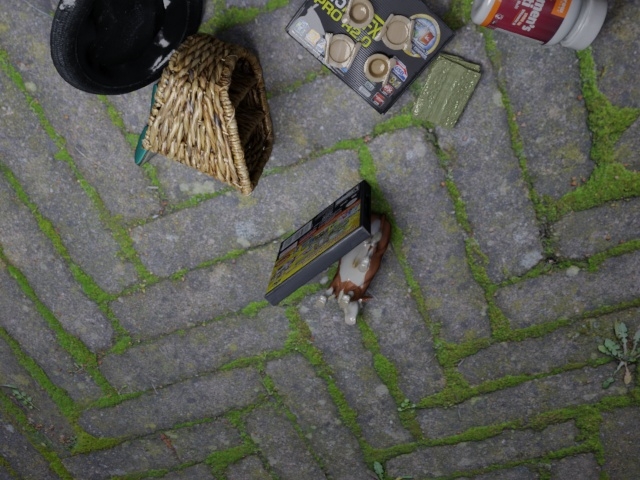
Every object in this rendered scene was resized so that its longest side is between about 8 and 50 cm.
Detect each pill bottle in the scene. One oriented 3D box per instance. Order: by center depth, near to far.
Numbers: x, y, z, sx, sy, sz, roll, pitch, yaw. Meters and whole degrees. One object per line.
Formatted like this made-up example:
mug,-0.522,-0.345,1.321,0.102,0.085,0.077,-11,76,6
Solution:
pill bottle,0.409,-0.440,1.036,0.221,0.121,0.121,15,119,-4

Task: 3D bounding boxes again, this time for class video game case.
video game case,0.000,0.000,1.237,0.274,0.248,0.035,-37,109,21

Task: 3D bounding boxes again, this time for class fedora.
fedora,-0.390,-0.445,1.056,0.334,0.334,0.153,-43,73,23

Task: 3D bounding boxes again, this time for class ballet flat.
ballet flat,-0.359,-0.252,1.233,0.068,0.072,0.213,5,127,-33

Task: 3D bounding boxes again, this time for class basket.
basket,-0.175,-0.265,1.077,0.222,0.299,0.214,24,117,-6

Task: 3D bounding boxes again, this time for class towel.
towel,0.266,-0.315,1.170,0.109,0.027,0.148,18,118,-6

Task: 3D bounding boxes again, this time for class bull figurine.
bull figurine,0.082,0.079,1.328,0.101,0.188,0.311,23,113,15

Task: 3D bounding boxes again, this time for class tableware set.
tableware set,0.094,-0.388,1.078,0.168,0.020,0.141,21,118,-7

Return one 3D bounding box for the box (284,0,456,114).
box,0.098,-0.422,1.105,0.270,0.060,0.216,38,115,-16
